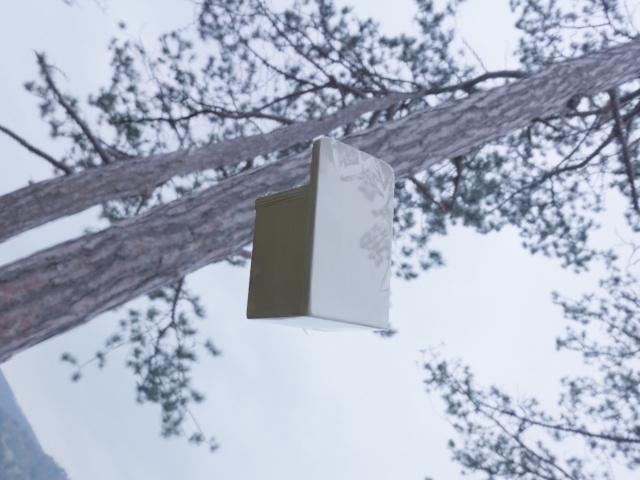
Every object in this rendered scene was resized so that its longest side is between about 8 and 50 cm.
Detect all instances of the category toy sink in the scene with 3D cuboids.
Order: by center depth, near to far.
[{"bbox_3d":[0.000,0.000,0.845,0.131,0.153,0.234,-10,-108,44],"label":"toy sink"}]
